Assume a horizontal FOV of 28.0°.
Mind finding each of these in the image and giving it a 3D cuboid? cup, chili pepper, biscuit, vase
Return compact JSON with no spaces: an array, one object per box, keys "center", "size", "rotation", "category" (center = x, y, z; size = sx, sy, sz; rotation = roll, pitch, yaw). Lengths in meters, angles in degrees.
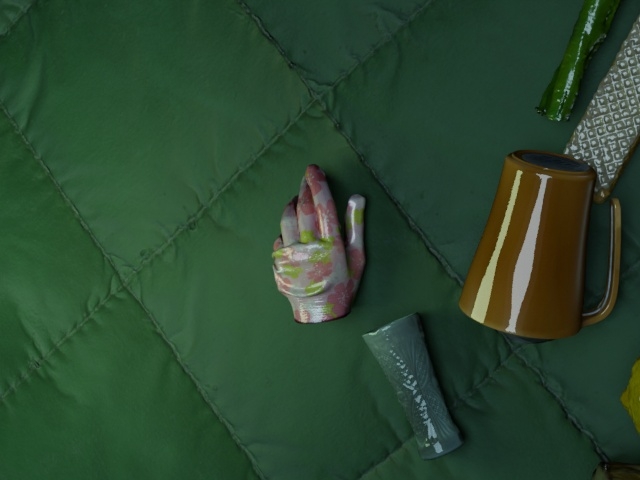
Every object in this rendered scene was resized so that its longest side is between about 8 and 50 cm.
[{"center":[0.330,0.014,1.855],"size":[0.226,0.182,0.264],"rotation":[6,108,-9],"category":"cup"},{"center":[0.415,-0.336,1.858],"size":[0.076,0.085,0.359],"rotation":[25,104,-10],"category":"chili pepper"},{"center":[0.464,-0.235,1.857],"size":[0.094,0.054,0.379],"rotation":[32,105,17],"category":"biscuit"},{"center":[0.150,0.230,2.000],"size":[0.096,0.096,0.219],"rotation":[-24,87,22],"category":"vase"}]

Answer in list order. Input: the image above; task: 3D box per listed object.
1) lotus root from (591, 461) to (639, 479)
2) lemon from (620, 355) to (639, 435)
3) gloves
[{"center":[0.496,0.451,1.770],"size":[0.249,0.316,0.316],"rotation":[-5,91,11],"category":"lotus root"},{"center":[0.533,0.221,1.785],"size":[0.231,0.192,0.192],"rotation":[3,95,26],"category":"lemon"},{"center":[-0.006,0.002,2.034],"size":[0.145,0.126,0.241],"rotation":[-5,100,27],"category":"gloves"}]
